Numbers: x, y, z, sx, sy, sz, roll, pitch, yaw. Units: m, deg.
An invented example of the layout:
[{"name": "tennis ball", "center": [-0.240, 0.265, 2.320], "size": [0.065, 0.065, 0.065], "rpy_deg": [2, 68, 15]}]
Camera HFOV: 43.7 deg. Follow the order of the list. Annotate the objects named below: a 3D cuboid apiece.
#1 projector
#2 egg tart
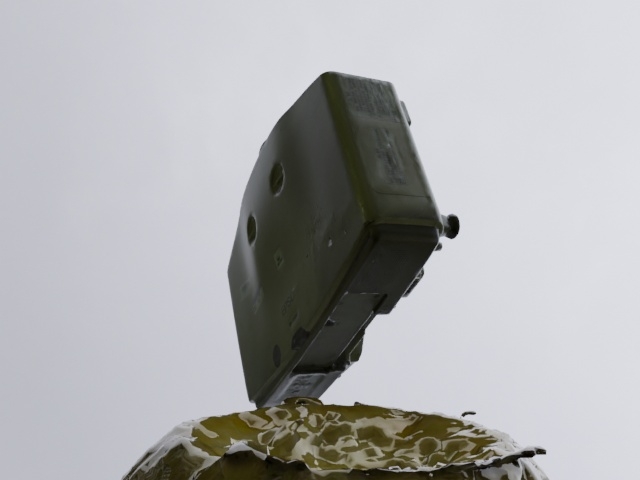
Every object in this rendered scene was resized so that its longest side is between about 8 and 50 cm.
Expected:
[{"name": "projector", "center": [0.000, 0.000, 0.645], "size": [0.269, 0.088, 0.193], "rpy_deg": [121, -37, -47]}, {"name": "egg tart", "center": [0.005, 0.139, 0.371], "size": [0.291, 0.290, 0.115], "rpy_deg": [3, -94, 25]}]
